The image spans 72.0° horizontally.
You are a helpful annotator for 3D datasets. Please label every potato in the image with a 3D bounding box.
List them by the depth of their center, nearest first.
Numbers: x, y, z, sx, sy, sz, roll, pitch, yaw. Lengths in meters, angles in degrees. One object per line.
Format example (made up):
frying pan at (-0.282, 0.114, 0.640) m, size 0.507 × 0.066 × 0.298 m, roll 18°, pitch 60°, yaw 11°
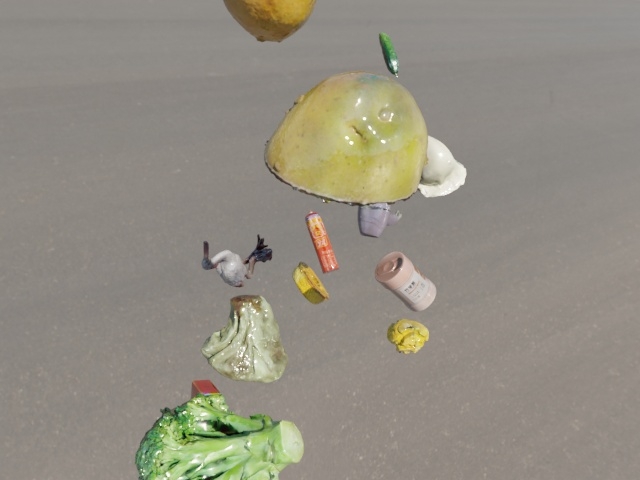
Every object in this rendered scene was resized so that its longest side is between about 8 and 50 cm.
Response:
potato at (0.041, -0.138, 0.522) m, size 0.202 × 0.117 × 0.182 m, roll 7°, pitch 47°, yaw -11°

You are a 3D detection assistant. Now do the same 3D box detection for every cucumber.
cucumber at (0.197, -0.541, 1.274) m, size 0.039 × 0.039 × 0.168 m, roll -7°, pitch 70°, yaw -17°

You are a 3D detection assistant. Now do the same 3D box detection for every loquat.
loquat at (-0.091, -0.475, 0.780) m, size 0.187 × 0.234 × 0.176 m, roll 20°, pitch 40°, yaw 3°

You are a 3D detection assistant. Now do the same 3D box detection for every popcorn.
popcorn at (0.353, 0.386, 1.783) m, size 0.167 × 0.152 × 0.149 m, roll 7°, pitch 34°, yaw 9°

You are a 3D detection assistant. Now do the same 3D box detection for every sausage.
sausage at (0.000, 0.000, 0.866) m, size 0.034 × 0.034 × 0.130 m, roll -15°, pitch 80°, yaw -25°

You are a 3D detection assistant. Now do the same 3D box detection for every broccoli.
broccoli at (-0.156, 0.380, 0.719) m, size 0.268 × 0.270 × 0.254 m, roll 12°, pitch 9°, yaw 5°

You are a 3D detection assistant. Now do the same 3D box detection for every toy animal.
toy animal at (-0.291, 0.076, 1.422) m, size 0.090 × 0.196 × 0.324 m, roll 29°, pitch 17°, yaw 28°

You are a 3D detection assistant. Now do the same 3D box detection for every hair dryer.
hair dryer at (0.253, -0.142, 1.714) m, size 0.120 × 0.302 × 0.361 m, roll 8°, pitch -7°, yaw 25°

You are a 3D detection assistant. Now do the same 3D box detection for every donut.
donut at (-0.042, 0.165, 1.664) m, size 0.065 × 0.162 × 0.178 m, roll -39°, pitch 64°, yaw 7°

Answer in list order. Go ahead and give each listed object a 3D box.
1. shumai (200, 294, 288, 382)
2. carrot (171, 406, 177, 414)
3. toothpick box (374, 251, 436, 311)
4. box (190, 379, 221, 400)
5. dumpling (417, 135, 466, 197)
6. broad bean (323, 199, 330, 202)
shumai at (-0.251, 0.337, 1.612) m, size 0.303 × 0.264 × 0.309 m, roll 24°, pitch 20°, yaw 29°
carrot at (-0.462, 0.619, 1.423) m, size 0.138 × 0.302 × 0.139 m, roll 1°, pitch 83°, yaw -9°
toothpick box at (0.227, 0.111, 1.177) m, size 0.149 × 0.098 × 0.099 m, roll 41°, pitch 30°, yaw -27°
box at (-0.275, 0.428, 1.026) m, size 0.048 × 0.176 × 0.112 m, roll 5°, pitch -2°, yaw -29°
dumpling at (0.252, -0.177, 1.054) m, size 0.188 × 0.127 × 0.108 m, roll 43°, pitch 10°, yaw 4°
broad bean at (-0.022, -0.202, 1.276) m, size 0.070 × 0.214 × 0.048 m, roll -43°, pitch 20°, yaw -16°
